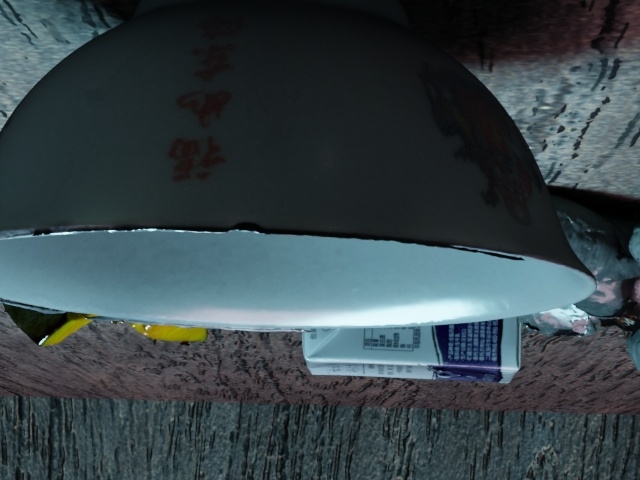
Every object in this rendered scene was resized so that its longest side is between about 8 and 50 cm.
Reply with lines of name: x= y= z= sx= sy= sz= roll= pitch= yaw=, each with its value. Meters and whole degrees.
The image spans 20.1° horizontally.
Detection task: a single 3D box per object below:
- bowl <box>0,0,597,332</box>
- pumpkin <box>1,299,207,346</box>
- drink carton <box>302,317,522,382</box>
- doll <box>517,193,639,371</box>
bowl: x=-0.027 y=-0.048 z=0.943 sx=0.345 sy=0.157 sz=0.345 roll=2 pitch=170 yaw=0
pumpkin: x=-0.163 y=0.004 z=1.509 sx=0.130 sy=0.149 sz=0.254 roll=-47 pitch=158 yaw=19
drink carton: x=0.094 y=0.091 z=1.868 sx=0.222 sy=0.102 sz=0.134 roll=1 pitch=172 yaw=2
doll: x=0.252 y=0.055 z=1.473 sx=0.340 sy=0.158 sz=0.246 roll=10 pitch=155 yaw=-27
